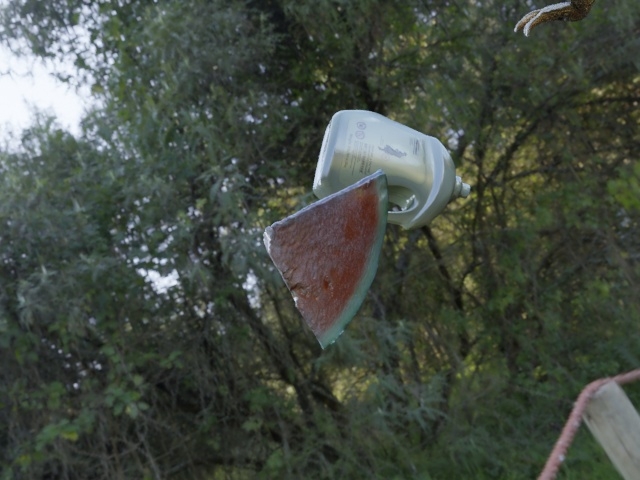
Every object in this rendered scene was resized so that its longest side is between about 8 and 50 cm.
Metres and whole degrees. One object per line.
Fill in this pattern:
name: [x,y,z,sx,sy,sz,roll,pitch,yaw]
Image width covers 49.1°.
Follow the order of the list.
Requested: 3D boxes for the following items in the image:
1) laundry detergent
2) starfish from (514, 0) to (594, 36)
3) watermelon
laundry detergent: [0.124,-0.109,1.151,0.253,0.181,0.091,15,-24,-8]
starfish: [0.293,-0.272,0.789,0.133,0.041,0.130,-45,-18,33]
watermelon: [0.018,0.010,0.834,0.207,0.136,0.202,-53,-4,15]
